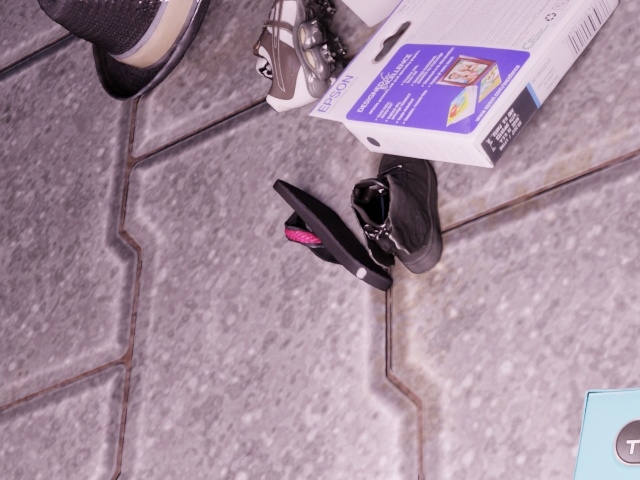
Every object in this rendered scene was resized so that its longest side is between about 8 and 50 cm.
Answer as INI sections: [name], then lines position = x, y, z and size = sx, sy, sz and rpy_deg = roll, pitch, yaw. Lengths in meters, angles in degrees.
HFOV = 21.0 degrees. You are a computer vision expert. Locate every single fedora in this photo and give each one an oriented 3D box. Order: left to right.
[fedora]
position = -0.229, -0.321, 1.835
size = 0.334, 0.152, 0.334
rpy_deg = -30, 53, 51

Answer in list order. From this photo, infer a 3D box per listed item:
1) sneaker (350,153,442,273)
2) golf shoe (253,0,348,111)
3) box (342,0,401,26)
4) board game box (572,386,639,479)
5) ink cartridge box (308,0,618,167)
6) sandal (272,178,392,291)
[sneaker]
position = 0.061, -0.036, 1.470
size = 0.051, 0.089, 0.170
rpy_deg = -31, 44, 23
[golf shoe]
position = -0.033, -0.209, 1.698
size = 0.094, 0.077, 0.198
rpy_deg = -32, 43, 22
[box]
position = 0.067, -0.318, 1.674
size = 0.130, 0.091, 0.171
rpy_deg = -27, 46, 26
[board game box]
position = 0.266, 0.251, 1.073
size = 0.253, 0.079, 0.336
rpy_deg = -9, 55, 39
[ink cartridge box]
position = 0.122, -0.157, 1.509
size = 0.208, 0.045, 0.206
rpy_deg = 14, 58, 47
[sandal]
position = 0.000, 0.000, 1.523
size = 0.040, 0.067, 0.179
rpy_deg = -55, 41, 13
